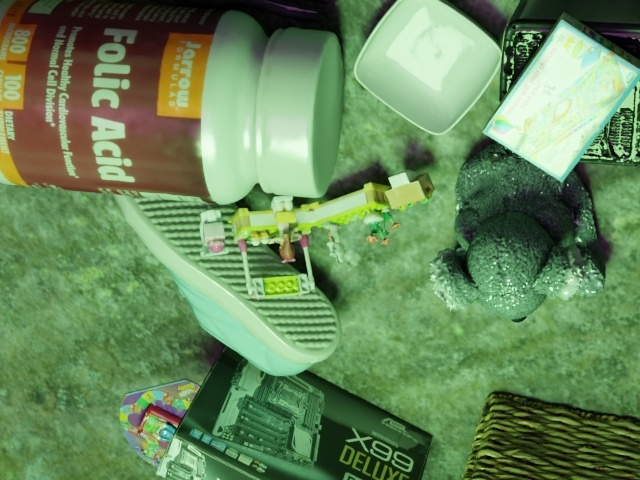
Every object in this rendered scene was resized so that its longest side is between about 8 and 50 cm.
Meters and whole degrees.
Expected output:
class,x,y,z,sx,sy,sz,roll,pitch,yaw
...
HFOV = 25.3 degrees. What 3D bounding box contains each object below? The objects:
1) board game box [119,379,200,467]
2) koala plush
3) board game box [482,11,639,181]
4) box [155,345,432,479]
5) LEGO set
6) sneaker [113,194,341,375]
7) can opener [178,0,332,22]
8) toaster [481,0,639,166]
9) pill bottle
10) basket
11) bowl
class,x,y,z,sx,sy,sz,roll,pitch,yaw
board game box,-0.207,0.266,1.987,0.168,0.033,0.133,-15,113,22
koala plush,0.216,0.009,1.616,0.196,0.221,0.203,0,117,17
board game box,0.256,-0.149,1.504,0.103,0.026,0.154,32,122,-3
box,-0.025,0.273,1.817,0.307,0.242,0.077,28,122,1
LEGO set,0.000,0.000,1.705,0.287,0.132,0.107,-9,77,-1
sneaker,-0.146,0.040,1.794,0.366,0.135,0.150,47,139,0
can opener,-0.078,-0.287,1.647,0.186,0.073,0.059,7,80,9
toaster,0.277,-0.174,1.565,0.185,0.110,0.168,4,118,13
pill bottle,-0.181,-0.158,1.635,0.392,0.224,0.224,5,119,10
basket,0.318,0.355,1.774,0.299,0.223,0.214,10,120,9
bowl,0.125,-0.210,1.623,0.142,0.053,0.142,35,122,-4
